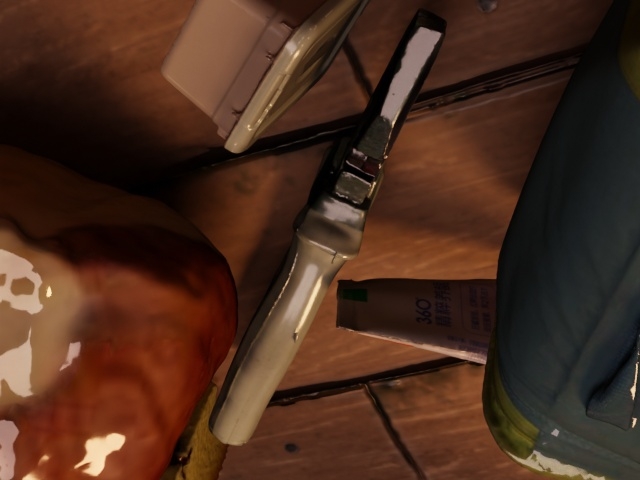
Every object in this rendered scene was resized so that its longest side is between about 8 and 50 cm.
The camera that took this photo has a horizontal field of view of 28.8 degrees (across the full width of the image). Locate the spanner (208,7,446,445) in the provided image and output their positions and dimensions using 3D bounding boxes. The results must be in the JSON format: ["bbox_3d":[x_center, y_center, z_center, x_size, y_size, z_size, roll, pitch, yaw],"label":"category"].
[{"bbox_3d":[0.000,0.000,0.735,0.040,0.095,0.325,24,129,-3],"label":"spanner"}]

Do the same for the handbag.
[{"bbox_3d":[0.229,0.000,0.599,0.263,0.222,0.241,20,133,1],"label":"handbag"}]

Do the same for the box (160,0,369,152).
[{"bbox_3d":[-0.025,-0.111,0.647,0.062,0.122,0.089,36,128,1],"label":"box"}]

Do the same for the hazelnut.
[{"bbox_3d":[-0.180,0.050,0.724,0.261,0.261,0.241,19,164,0],"label":"hazelnut"}]

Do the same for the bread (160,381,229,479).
[{"bbox_3d":[-0.256,0.144,0.886,0.361,0.138,0.077,5,126,11],"label":"bread"}]

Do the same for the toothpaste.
[{"bbox_3d":[0.156,0.061,0.745,0.301,0.075,0.048,11,136,-5],"label":"toothpaste"}]
